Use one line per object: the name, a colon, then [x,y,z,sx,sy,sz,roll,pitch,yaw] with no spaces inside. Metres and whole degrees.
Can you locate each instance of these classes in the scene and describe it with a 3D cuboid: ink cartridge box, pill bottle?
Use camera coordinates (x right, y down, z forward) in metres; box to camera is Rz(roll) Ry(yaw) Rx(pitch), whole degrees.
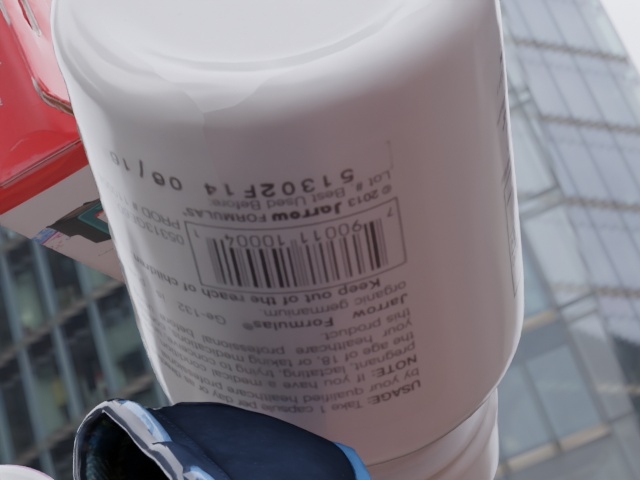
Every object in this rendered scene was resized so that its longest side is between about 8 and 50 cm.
ink cartridge box: [-0.135,-0.073,0.893,0.078,0.134,0.231,-30,-21,10]
pill bottle: [0.000,0.000,0.593,0.131,0.131,0.229,-16,-46,-5]

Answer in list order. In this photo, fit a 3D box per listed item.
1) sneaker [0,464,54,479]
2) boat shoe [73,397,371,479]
sneaker: [-0.214,0.166,0.806,0.236,0.104,0.095,-8,-50,25]
boat shoe: [-0.028,0.118,0.434,0.089,0.258,0.109,21,-80,-16]
